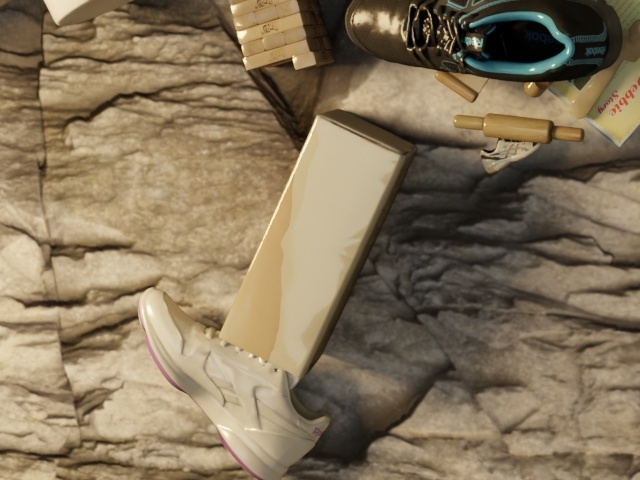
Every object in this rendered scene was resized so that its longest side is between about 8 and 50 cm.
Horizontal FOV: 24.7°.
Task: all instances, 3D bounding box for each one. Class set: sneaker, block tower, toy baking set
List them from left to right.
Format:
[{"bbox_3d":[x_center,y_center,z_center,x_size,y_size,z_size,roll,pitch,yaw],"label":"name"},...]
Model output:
[{"bbox_3d":[-0.113,0.166,1.921,0.152,0.114,0.305,-39,98,6],"label":"sneaker"},{"bbox_3d":[-0.077,-0.372,1.825,0.097,0.091,0.335,-14,95,19],"label":"block tower"},{"bbox_3d":[0.170,-0.253,1.702,0.341,0.140,0.125,7,107,28],"label":"sneaker"},{"bbox_3d":[0.239,-0.116,1.837,0.083,0.032,0.037,-27,93,13],"label":"sneaker"},{"bbox_3d":[0.262,-0.209,1.758,0.256,0.030,0.196,13,113,18],"label":"toy baking set"}]

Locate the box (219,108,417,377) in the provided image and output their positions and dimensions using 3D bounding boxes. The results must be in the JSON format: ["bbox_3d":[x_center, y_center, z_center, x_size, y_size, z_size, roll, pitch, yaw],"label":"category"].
[{"bbox_3d":[0.000,0.000,1.845,0.121,0.148,0.311,26,101,7],"label":"box"}]

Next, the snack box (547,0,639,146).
[{"bbox_3d":[0.391,-0.290,1.737,0.187,0.060,0.322,41,115,3],"label":"snack box"}]

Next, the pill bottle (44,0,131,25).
[{"bbox_3d":[-0.326,-0.464,1.804,0.204,0.204,0.361,-25,93,13],"label":"pill bottle"}]

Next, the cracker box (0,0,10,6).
[{"bbox_3d":[-0.485,-0.311,1.882,0.232,0.156,0.067,-28,93,13],"label":"cracker box"}]
